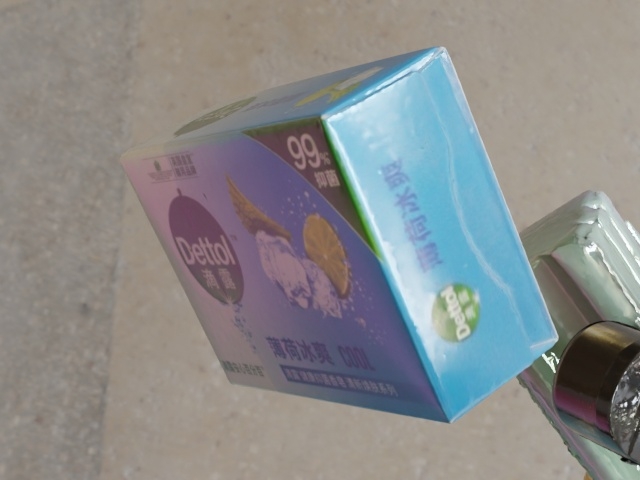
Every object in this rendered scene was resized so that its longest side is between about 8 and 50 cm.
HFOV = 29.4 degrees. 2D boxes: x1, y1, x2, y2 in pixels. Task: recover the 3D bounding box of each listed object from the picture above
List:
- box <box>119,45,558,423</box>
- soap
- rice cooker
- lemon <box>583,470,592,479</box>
[{"bbox_3d":[0.001,0.000,0.567,0.194,0.073,0.139,-2,116,58],"label":"box"},{"bbox_3d":[0.348,0.170,1.256,0.156,0.261,0.446,-36,94,21],"label":"soap"},{"bbox_3d":[0.269,0.131,1.035,0.106,0.165,0.112,24,88,42],"label":"rice cooker"},{"bbox_3d":[0.377,0.321,1.497,0.114,0.114,0.155,-7,63,31],"label":"lemon"}]
